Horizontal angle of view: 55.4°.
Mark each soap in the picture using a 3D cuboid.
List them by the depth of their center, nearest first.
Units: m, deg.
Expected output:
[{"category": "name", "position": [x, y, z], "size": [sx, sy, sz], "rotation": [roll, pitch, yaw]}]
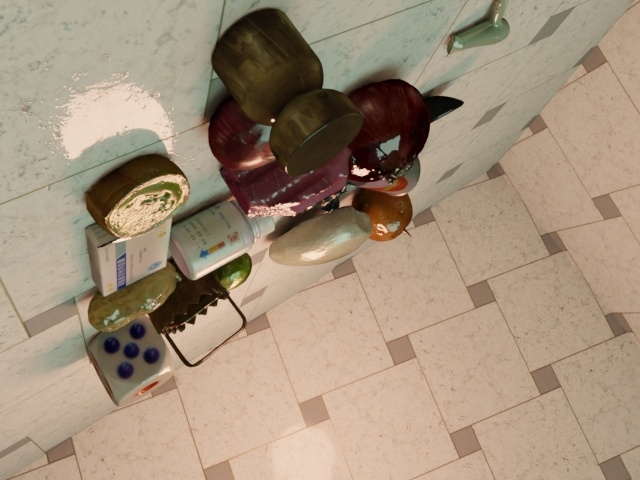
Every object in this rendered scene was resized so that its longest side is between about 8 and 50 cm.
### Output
[{"category": "soap", "position": [-0.079, -0.188, 1.606], "size": [0.325, 0.220, 0.127], "rotation": [-32, 176, -16]}]

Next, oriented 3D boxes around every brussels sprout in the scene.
[{"category": "brussels sprout", "position": [-0.332, 0.112, 2.226], "size": [0.181, 0.144, 0.161], "rotation": [-20, -145, 17]}]

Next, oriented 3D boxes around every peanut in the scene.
[{"category": "peanut", "position": [-0.557, 0.165, 1.818], "size": [0.291, 0.143, 0.159], "rotation": [-32, -171, -12]}]

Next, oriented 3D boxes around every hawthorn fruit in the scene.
[{"category": "hawthorn fruit", "position": [0.284, -0.113, 2.647], "size": [0.277, 0.298, 0.277], "rotation": [-44, 178, -2]}]

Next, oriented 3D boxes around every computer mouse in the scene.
[{"category": "computer mouse", "position": [0.364, -0.440, 2.109], "size": [0.264, 0.088, 0.147], "rotation": [-33, -174, -9]}]

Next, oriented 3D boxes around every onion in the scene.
[{"category": "onion", "position": [-0.133, -0.256, 1.359], "size": [0.248, 0.161, 0.248], "rotation": [-24, 145, -18]}, {"category": "onion", "position": [0.181, -0.283, 1.759], "size": [0.348, 0.285, 0.347], "rotation": [-20, 151, -11]}]

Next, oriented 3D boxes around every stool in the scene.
[{"category": "stool", "position": [-0.064, -0.279, 1.156], "size": [0.179, 0.264, 0.179], "rotation": [-32, 167, -8]}]

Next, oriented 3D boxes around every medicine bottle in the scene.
[{"category": "medicine bottle", "position": [-0.288, -0.021, 1.771], "size": [0.293, 0.170, 0.170], "rotation": [-29, 167, -22]}]

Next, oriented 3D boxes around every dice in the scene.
[{"category": "dice", "position": [-0.700, 0.442, 2.253], "size": [0.243, 0.251, 0.259], "rotation": [-27, 166, -25]}]

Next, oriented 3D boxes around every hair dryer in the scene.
[{"category": "hair dryer", "position": [0.476, -0.644, 1.730], "size": [0.206, 0.075, 0.237], "rotation": [-23, 156, -22]}]

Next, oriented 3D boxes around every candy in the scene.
[{"category": "candy", "position": [0.000, 0.000, 2.435], "size": [0.427, 0.186, 0.386], "rotation": [-17, 177, 6]}]

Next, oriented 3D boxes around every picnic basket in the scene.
[{"category": "picnic basket", "position": [-0.426, 0.230, 2.032], "size": [0.254, 0.321, 0.291], "rotation": [-39, 170, 0]}]

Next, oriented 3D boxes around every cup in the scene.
[{"category": "cup", "position": [0.211, -0.257, 2.205], "size": [0.203, 0.203, 0.288], "rotation": [-42, 159, 30]}]

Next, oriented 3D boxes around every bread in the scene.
[{"category": "bread", "position": [-0.403, -0.094, 1.370], "size": [0.236, 0.070, 0.236], "rotation": [-35, 163, -13]}]

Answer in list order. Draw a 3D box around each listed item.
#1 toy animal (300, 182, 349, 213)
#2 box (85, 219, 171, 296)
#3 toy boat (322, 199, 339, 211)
[{"category": "toy animal", "position": [-0.001, -0.169, 2.160], "size": [0.245, 0.114, 0.146], "rotation": [-6, 150, -22]}, {"category": "box", "position": [-0.503, 0.024, 1.612], "size": [0.200, 0.065, 0.343], "rotation": [-28, 166, -27]}, {"category": "toy boat", "position": [0.023, -0.161, 2.340], "size": [0.075, 0.077, 0.185], "rotation": [-37, 159, 15]}]
